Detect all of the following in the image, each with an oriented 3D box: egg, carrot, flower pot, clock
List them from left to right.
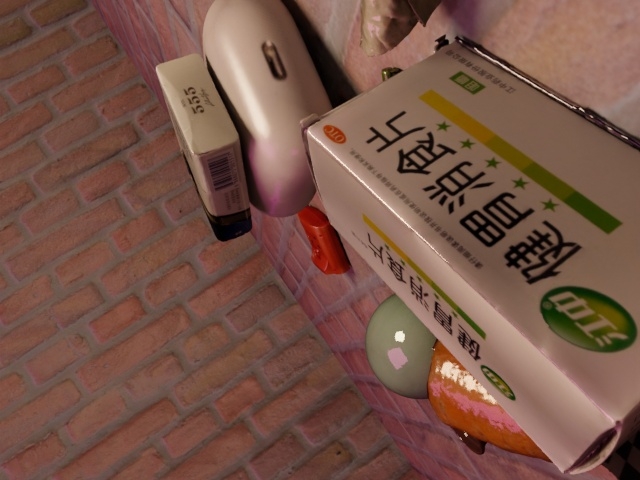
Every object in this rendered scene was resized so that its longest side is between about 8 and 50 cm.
[{"bbox_3d":[0.000,0.000,1.272,0.113,0.061,0.155,41,158,51],"label":"clock"},{"bbox_3d":[0.154,0.162,0.860,0.168,0.168,0.231,52,171,19],"label":"egg"},{"bbox_3d":[0.267,0.287,0.926,0.111,0.089,0.111,52,166,19],"label":"flower pot"},{"bbox_3d":[0.251,0.184,0.658,0.225,0.159,0.159,11,135,58],"label":"carrot"}]

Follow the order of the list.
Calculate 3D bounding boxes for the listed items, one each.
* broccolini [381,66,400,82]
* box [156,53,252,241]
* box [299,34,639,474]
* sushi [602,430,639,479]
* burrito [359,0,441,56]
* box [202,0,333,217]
[{"bbox_3d":[0.064,-0.144,0.733,0.123,0.062,0.272,46,158,18],"label":"broccolini"},{"bbox_3d":[-0.167,-0.127,0.827,0.259,0.071,0.168,97,149,-63],"label":"box"},{"bbox_3d":[0.147,-0.010,0.448,0.333,0.173,0.145,48,164,33],"label":"box"},{"bbox_3d":[0.251,0.116,0.510,0.215,0.051,0.192,4,-147,-50],"label":"sushi"},{"bbox_3d":[0.061,-0.251,0.396,0.060,0.087,0.226,38,156,30],"label":"burrito"},{"bbox_3d":[-0.086,-0.195,0.860,0.349,0.141,0.289,130,116,-77],"label":"box"}]
